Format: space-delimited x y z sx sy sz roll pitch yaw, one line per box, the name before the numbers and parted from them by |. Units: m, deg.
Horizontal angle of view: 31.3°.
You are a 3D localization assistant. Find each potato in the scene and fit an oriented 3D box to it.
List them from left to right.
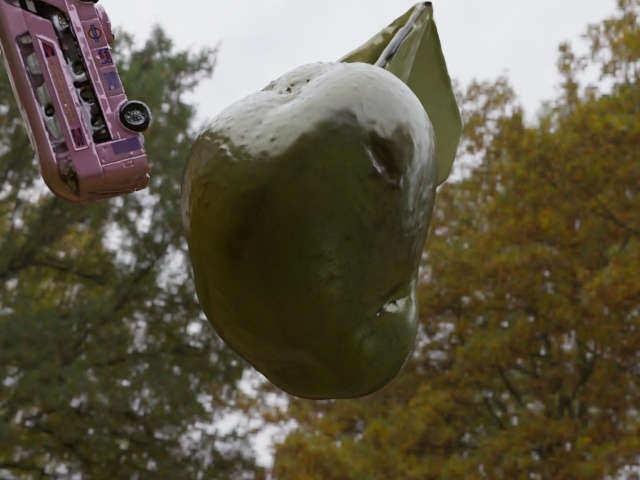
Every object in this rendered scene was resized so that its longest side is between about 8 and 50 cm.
potato | 0.000 0.000 0.648 0.157 0.157 0.194 -5 -66 23

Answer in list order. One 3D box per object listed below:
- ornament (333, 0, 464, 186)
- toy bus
ornament | 0.071 -0.132 1.047 0.059 0.180 0.201 24 11 34
toy bus | -0.194 -0.128 0.883 0.090 0.203 0.063 -16 -13 -19
